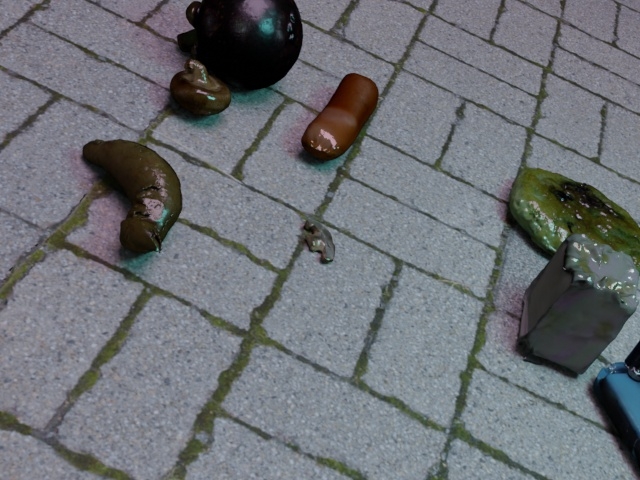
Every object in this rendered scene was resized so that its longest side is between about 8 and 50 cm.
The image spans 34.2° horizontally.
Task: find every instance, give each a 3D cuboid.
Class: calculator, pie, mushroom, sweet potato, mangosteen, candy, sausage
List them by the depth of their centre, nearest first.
[{"bbox_3d":[-0.282,-0.075,1.648,0.124,0.098,0.310,-7,44,-25],"label":"sweet potato"},{"bbox_3d":[0.559,0.313,1.684,0.172,0.051,0.293,4,42,-27],"label":"calculator"},{"bbox_3d":[0.432,0.109,1.752,0.137,0.195,0.185,28,33,-3],"label":"candy"},{"bbox_3d":[0.000,0.000,1.773,0.049,0.019,0.101,-1,44,-29],"label":"mushroom"},{"bbox_3d":[-0.225,-0.275,1.927,0.109,0.085,0.126,41,13,-28],"label":"mushroom"},{"bbox_3d":[-0.165,-0.405,2.029,0.265,0.228,0.228,0,31,22],"label":"mangosteen"},{"bbox_3d":[0.043,-0.239,2.032,0.089,0.083,0.300,32,40,-1],"label":"sausage"},{"bbox_3d":[0.521,-0.040,2.072,0.323,0.071,0.323,16,37,-13],"label":"pie"}]

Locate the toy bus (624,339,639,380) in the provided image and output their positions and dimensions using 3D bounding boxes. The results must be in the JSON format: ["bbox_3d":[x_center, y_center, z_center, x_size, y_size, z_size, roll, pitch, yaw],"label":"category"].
[{"bbox_3d":[0.580,0.230,1.691,0.076,0.073,0.167,-8,47,-39],"label":"toy bus"}]
